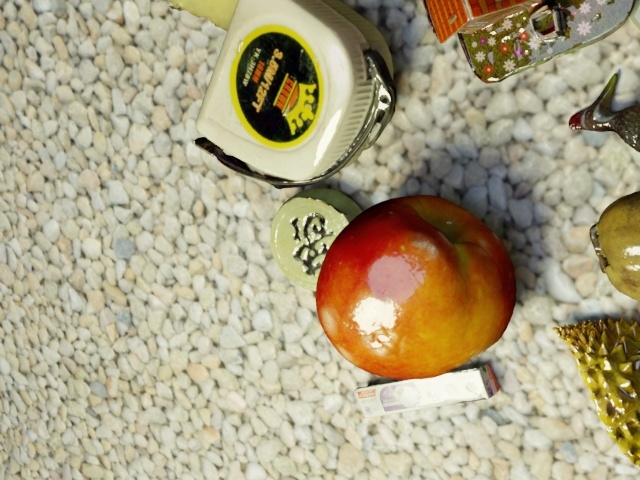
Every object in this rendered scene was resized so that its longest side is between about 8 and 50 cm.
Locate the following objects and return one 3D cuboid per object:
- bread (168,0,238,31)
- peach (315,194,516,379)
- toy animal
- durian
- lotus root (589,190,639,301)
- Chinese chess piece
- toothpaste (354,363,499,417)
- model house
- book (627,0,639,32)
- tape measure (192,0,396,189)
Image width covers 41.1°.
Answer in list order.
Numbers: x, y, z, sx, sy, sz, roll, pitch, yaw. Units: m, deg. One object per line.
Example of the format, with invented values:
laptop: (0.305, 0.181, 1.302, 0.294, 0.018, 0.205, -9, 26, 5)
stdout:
bread: (-0.167, -0.389, 1.001, 0.248, 0.315, 0.279, -38, 95, 35)
peach: (0.113, 0.063, 1.037, 0.244, 0.199, 0.243, 4, 125, 6)
toy animal: (0.353, -0.119, 0.912, 0.202, 0.070, 0.105, 21, 84, 45)
durian: (0.367, 0.178, 0.995, 0.132, 0.165, 0.182, 144, 124, -72)
lotus root: (0.413, 0.008, 0.880, 0.260, 0.128, 0.145, 0, 141, 32)
Chinese chess piece: (0.000, 0.000, 1.164, 0.144, 0.058, 0.144, 9, 109, 27)
toothpaste: (0.141, 0.203, 1.158, 0.196, 0.040, 0.047, -17, 92, 33)
model house: (0.184, -0.328, 0.892, 0.207, 0.154, 0.293, -18, 92, 34)
book: (0.475, -0.191, 0.854, 0.208, 0.020, 0.295, -40, 83, 34)
tape measure: (-0.026, -0.170, 1.088, 0.231, 0.133, 0.271, 42, 123, 21)
